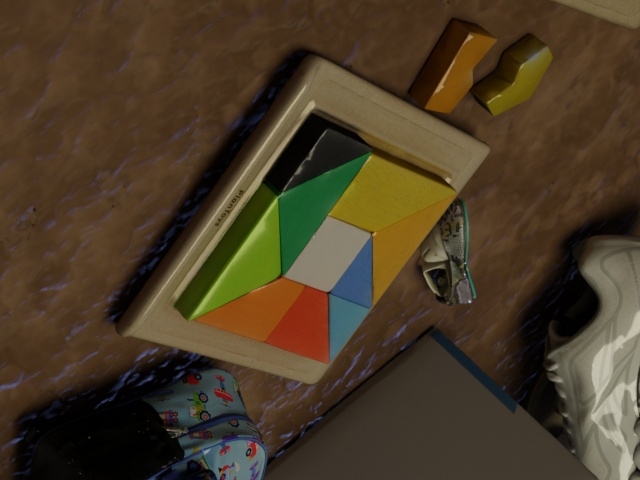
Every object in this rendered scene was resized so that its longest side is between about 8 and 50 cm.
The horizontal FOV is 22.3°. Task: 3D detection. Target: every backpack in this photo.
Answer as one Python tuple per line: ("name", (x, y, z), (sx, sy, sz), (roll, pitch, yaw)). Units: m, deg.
("backpack", (-0.107, 0.174, 1.102), (0.173, 0.117, 0.158), (-22, 141, -35))

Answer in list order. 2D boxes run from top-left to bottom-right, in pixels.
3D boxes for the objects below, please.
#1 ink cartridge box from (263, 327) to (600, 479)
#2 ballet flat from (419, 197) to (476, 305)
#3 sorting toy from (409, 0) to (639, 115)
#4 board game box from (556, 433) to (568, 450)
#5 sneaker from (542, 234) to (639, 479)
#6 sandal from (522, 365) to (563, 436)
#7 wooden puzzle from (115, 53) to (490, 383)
("ink cartridge box", (0.107, 0.253, 1.342), (0.197, 0.198, 0.270), (-39, 147, -11))
("ballet flat", (0.095, 0.013, 1.219), (0.041, 0.041, 0.114), (-34, 144, -17))
("sorting toy", (0.193, -0.206, 1.086), (0.229, 0.041, 0.307), (5, 122, -50))
("board game box", (0.292, 0.260, 1.654), (0.305, 0.053, 0.193), (-1, 137, -47))
("sneaker", (0.242, 0.125, 1.402), (0.118, 0.110, 0.292), (8, 109, -9))
("sandal", (0.240, 0.120, 1.476), (0.072, 0.049, 0.180), (-1, 128, -46))
("wooden puzzle", (0.000, 0.000, 1.095), (0.221, 0.044, 0.239), (-54, 146, 12))
